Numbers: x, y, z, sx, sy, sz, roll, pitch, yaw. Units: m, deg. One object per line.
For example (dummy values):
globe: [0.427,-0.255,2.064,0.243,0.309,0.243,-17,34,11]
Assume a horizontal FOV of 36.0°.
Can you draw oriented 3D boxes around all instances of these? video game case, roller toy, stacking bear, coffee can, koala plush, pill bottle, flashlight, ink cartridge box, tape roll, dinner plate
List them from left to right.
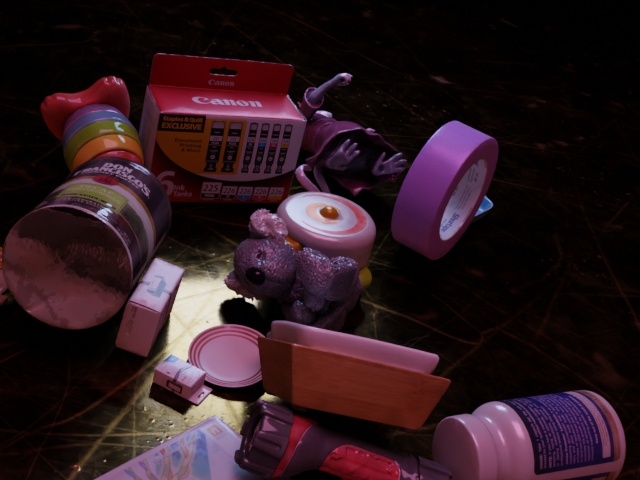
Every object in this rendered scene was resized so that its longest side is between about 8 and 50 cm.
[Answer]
coffee can: [-0.369,-0.003,1.597,0.201,0.202,0.275,15,21,-1]
stacking bear: [-0.414,-0.154,1.916,0.175,0.164,0.289,-21,53,-11]
ink cartridge box: [-0.275,0.108,1.599,0.056,0.099,0.135,21,31,-1]
ink cartridge box: [-0.211,0.215,1.524,0.083,0.028,0.048,25,32,15]
video game case: [-0.154,0.381,1.271,0.300,0.036,0.329,34,35,28]
ink cartridge box: [-0.201,-0.221,2.002,0.309,0.272,0.130,-1,34,-24]
dinner plate: [-0.144,0.189,1.595,0.141,0.017,0.141,6,37,-4]
koala plush: [-0.059,0.066,1.699,0.221,0.196,0.203,28,21,21]
roller toy: [0.000,0.000,1.853,0.209,0.146,0.191,11,30,-6]
flashlight: [0.037,0.315,1.367,0.304,0.103,0.103,23,-11,-12]
tape roll: [0.254,-0.101,2.005,0.090,0.275,0.275,30,34,23]
pill bottle: [0.310,0.312,1.477,0.264,0.153,0.153,-2,35,-27]

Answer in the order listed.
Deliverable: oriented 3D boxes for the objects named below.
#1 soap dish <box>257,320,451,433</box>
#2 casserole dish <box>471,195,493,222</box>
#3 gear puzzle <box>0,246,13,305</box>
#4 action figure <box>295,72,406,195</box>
soap dish: [0.034,0.197,1.457,0.228,0.118,0.291,14,-6,-12]
casserole dish: [0.307,-0.073,2.218,0.114,0.037,0.188,33,34,28]
gear puzzle: [-0.581,0.088,1.562,0.175,0.044,0.339,17,28,7]
action figure: [0.023,-0.212,2.241,0.275,0.248,0.370,-44,37,-7]
